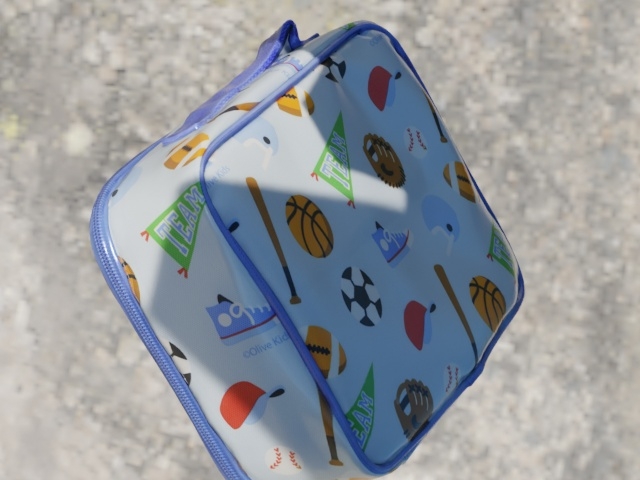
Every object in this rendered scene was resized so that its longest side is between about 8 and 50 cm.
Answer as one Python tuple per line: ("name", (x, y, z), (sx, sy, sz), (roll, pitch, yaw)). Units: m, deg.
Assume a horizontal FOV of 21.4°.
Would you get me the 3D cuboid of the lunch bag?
("lunch bag", (0.000, 0.000, 1.031), (0.243, 0.115, 0.303), (58, 33, -10))
